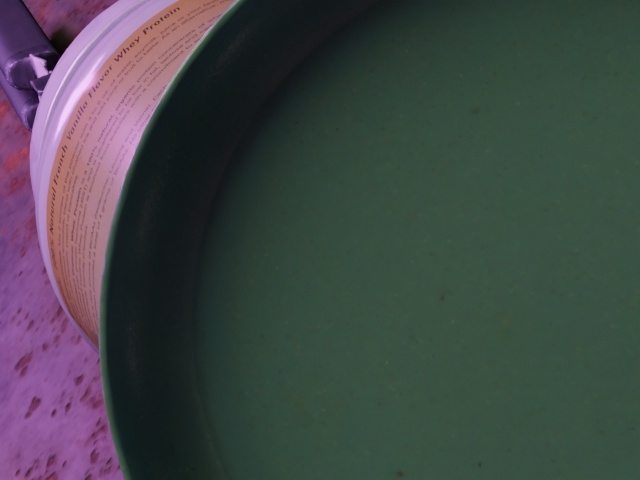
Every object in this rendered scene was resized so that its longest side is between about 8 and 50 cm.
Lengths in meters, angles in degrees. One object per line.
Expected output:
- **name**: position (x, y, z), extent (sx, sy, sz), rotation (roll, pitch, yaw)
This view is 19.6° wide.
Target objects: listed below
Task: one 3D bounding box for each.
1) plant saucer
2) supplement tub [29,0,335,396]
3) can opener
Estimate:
- **plant saucer**: position (0.083, 0.032, 0.638), extent (0.317, 0.317, 0.044), rotation (-47, -1, 9)
- **supplement tub**: position (0.000, 0.000, 0.854), extent (0.228, 0.228, 0.316), rotation (-52, 32, 1)
- **can opener**: position (-0.200, -0.123, 1.415), extent (0.093, 0.074, 0.280), rotation (-22, 29, -16)
